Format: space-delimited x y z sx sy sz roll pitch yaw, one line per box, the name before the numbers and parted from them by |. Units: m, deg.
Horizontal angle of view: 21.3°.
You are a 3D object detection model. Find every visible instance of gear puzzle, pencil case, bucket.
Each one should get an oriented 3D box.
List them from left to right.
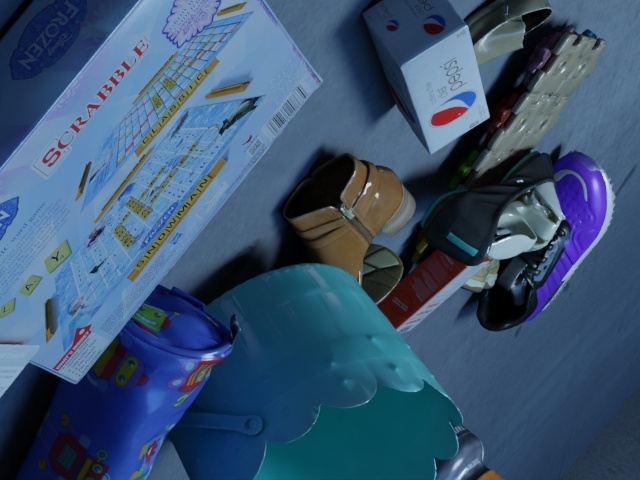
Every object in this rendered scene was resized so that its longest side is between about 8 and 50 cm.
pencil case | -0.183 0.169 1.472 0.306 0.119 0.133 -62 169 24
bucket | -0.021 0.169 1.639 0.281 0.183 0.281 -24 146 -17
gear puzzle | 0.205 -0.110 1.981 0.339 0.044 0.175 -56 162 17

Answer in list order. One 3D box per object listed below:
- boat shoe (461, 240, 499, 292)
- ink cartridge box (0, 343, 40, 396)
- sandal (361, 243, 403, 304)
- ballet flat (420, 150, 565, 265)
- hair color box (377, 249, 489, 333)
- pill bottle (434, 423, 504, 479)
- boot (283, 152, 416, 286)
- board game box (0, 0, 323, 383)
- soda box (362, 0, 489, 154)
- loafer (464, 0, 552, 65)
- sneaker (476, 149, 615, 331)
boat shoe | 0.188 0.021 2.135 0.072 0.068 0.190 -69 168 8
ink cartridge box | -0.326 0.144 1.185 0.232 0.066 0.189 -55 159 10
sandal | 0.011 0.071 1.817 0.180 0.072 0.049 -46 175 -13
ballet flat | 0.213 -0.025 1.935 0.280 0.096 0.095 -26 152 -52
hair color box | 0.128 0.055 2.019 0.141 0.043 0.072 -44 165 24
pill bottle | 0.108 0.255 2.067 0.130 0.246 0.130 -45 159 -22
boot | 0.000 0.000 1.683 0.197 0.073 0.152 -53 152 5
board game box | -0.155 -0.062 1.222 0.318 0.066 0.318 -51 160 -3
soda box | 0.102 -0.162 1.592 0.074 0.069 0.216 -33 158 -1
loafer | 0.182 -0.213 1.732 0.148 0.050 0.056 -46 159 -18
sneaker | 0.291 0.017 2.281 0.146 0.102 0.293 -30 151 -45
